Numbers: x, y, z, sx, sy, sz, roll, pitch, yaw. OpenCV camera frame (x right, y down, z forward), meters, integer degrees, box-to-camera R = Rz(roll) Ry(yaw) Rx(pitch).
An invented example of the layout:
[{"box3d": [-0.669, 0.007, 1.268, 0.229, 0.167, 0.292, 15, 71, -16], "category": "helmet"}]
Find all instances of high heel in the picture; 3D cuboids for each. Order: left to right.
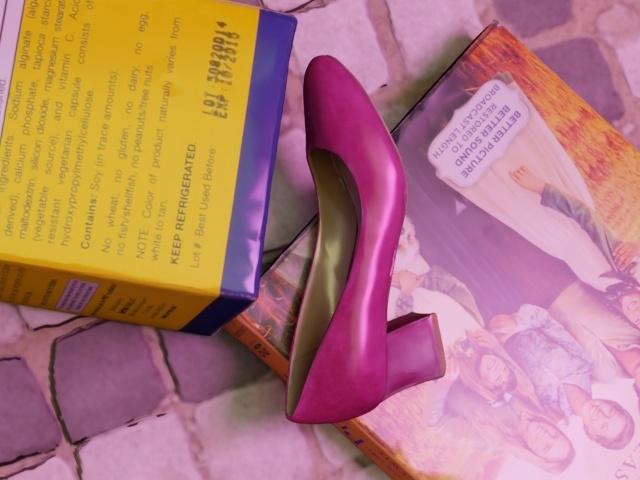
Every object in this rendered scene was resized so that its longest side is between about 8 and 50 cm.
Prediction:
[{"box3d": [0.000, 0.000, 1.172, 0.117, 0.082, 0.244, -17, 97, -23], "category": "high heel"}]

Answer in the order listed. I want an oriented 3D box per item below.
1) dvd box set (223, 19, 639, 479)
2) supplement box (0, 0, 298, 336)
[{"box3d": [0.181, 0.088, 1.265, 0.420, 0.062, 0.307, 43, 75, -2], "category": "dvd box set"}, {"box3d": [-0.216, -0.068, 1.138, 0.356, 0.195, 0.194, 11, 78, -11], "category": "supplement box"}]
